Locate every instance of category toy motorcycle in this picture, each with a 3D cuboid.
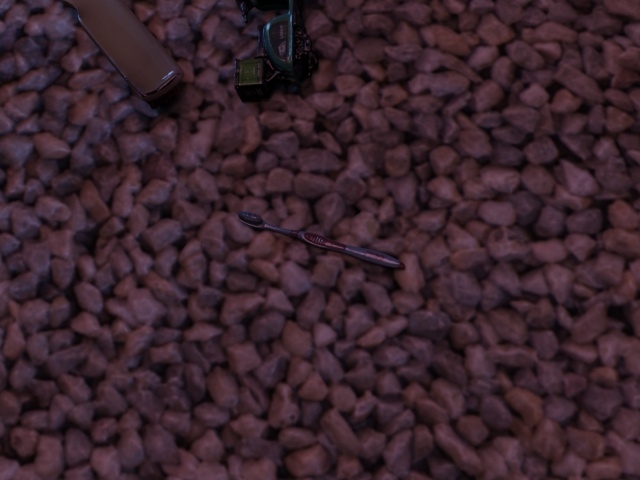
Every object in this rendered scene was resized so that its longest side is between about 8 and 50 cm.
[{"bbox_3d":[-0.052,-0.249,1.365,0.100,0.058,0.173,-4,68,10],"label":"toy motorcycle"}]

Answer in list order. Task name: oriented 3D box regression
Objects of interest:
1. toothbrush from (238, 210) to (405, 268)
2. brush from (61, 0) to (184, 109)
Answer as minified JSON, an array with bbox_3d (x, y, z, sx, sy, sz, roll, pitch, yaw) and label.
[{"bbox_3d":[0.000,0.000,1.270,0.193,0.019,0.013,17,68,11],"label":"toothbrush"},{"bbox_3d":[-0.260,-0.268,1.402,0.060,0.050,0.321,-36,60,-8],"label":"brush"}]
